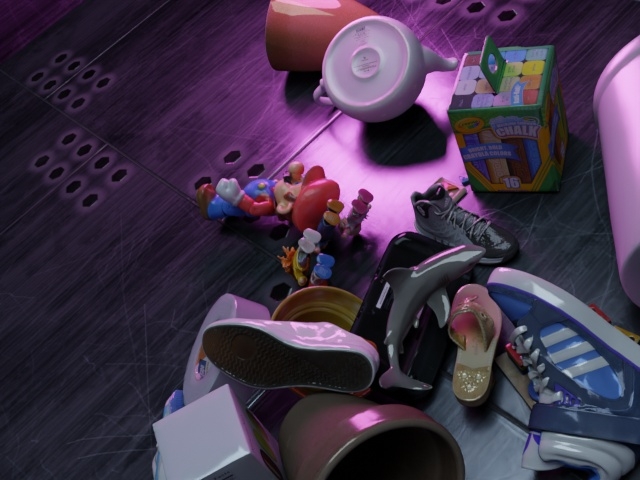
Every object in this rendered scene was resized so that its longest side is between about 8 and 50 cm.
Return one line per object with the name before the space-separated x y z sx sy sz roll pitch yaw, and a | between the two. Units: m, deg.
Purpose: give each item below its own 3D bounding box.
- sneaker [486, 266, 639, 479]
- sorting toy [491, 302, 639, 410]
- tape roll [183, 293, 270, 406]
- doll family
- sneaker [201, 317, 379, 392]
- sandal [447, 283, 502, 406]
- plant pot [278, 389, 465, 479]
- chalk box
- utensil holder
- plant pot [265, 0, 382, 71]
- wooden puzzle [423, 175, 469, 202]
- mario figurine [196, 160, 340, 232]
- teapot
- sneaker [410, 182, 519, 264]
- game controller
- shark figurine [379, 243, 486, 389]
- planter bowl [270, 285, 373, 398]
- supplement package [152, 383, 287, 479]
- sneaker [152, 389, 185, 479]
sneaker | 0.333 0.213 1.152 0.323 0.130 0.236 36 80 16
sorting toy | 0.377 0.194 1.261 0.274 0.046 0.132 -30 45 -2
tape roll | -0.170 0.208 1.405 0.219 0.072 0.219 -49 28 38
doll family | 0.000 0.000 1.542 0.118 0.163 0.263 30 63 5
sneaker | -0.046 0.182 1.275 0.290 0.106 0.123 10 13 12
sandal | 0.249 0.147 1.280 0.088 0.079 0.240 -5 49 19
plant pot | 0.045 0.340 1.176 0.263 0.263 0.229 -41 29 -13
chalk box | 0.359 -0.252 1.491 0.179 0.289 0.180 2 52 27
utensil holder | 0.609 -0.106 1.224 0.327 0.327 0.385 -6 51 21
plant pot | 0.024 -0.523 1.964 0.254 0.237 0.237 14 57 15
wooden puzzle | 0.251 -0.097 1.600 0.078 0.014 0.116 25 65 39
mario figurine | -0.104 -0.117 1.677 0.320 0.170 0.198 0 45 30
teapot | 0.134 -0.376 1.793 0.256 0.187 0.252 36 99 25
sneaker | 0.256 -0.039 1.462 0.228 0.132 0.086 21 62 37
game controller | 0.158 0.126 1.383 0.166 0.067 0.319 20 59 11
shark figurine | 0.136 0.107 1.278 0.166 0.116 0.278 14 71 51
planter bowl | 0.002 0.197 1.378 0.217 0.090 0.217 8 62 -14
supplement package | -0.135 0.361 1.216 0.134 0.244 0.139 -29 45 0
sneaker | -0.256 0.360 1.384 0.092 0.087 0.229 -49 24 24
